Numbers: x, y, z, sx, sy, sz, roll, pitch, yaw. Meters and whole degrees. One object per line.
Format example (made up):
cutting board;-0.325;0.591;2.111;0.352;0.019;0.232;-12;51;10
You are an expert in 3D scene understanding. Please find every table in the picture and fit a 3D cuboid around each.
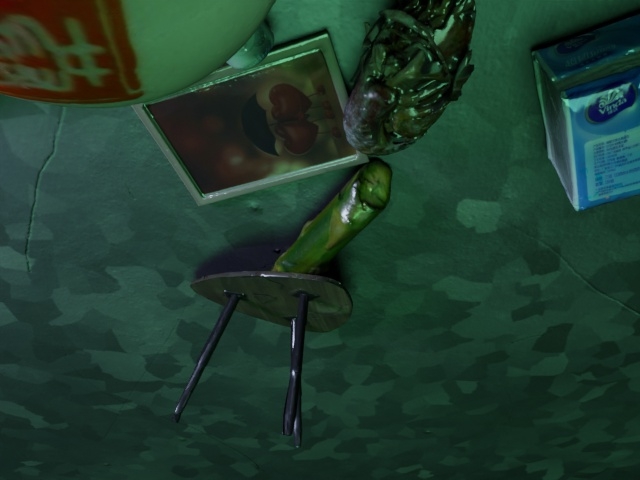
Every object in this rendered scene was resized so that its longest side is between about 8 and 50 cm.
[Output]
table;-0.113;0.220;0.920;0.318;0.249;0.317;8;154;4

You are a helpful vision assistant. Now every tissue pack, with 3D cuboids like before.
tissue pack;0.428;-0.178;0.637;0.264;0.146;0.198;-17;133;17

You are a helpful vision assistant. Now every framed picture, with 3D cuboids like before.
framed picture;-0.095;-0.162;0.737;0.290;0.020;0.211;-13;135;13

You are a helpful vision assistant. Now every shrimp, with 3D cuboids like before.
shrimp;0.109;-0.230;0.595;0.145;0.116;0.343;6;141;-12

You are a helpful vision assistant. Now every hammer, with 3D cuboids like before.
hammer;-0.160;-0.237;0.626;0.194;0.069;0.116;-21;134;26

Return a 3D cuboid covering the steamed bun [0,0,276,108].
steamed bun;-0.204;-0.237;0.342;0.375;0.241;0.374;12;154;6

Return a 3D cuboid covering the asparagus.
asparagus;0.001;0.000;0.866;0.082;0.085;0.343;6;139;-43
